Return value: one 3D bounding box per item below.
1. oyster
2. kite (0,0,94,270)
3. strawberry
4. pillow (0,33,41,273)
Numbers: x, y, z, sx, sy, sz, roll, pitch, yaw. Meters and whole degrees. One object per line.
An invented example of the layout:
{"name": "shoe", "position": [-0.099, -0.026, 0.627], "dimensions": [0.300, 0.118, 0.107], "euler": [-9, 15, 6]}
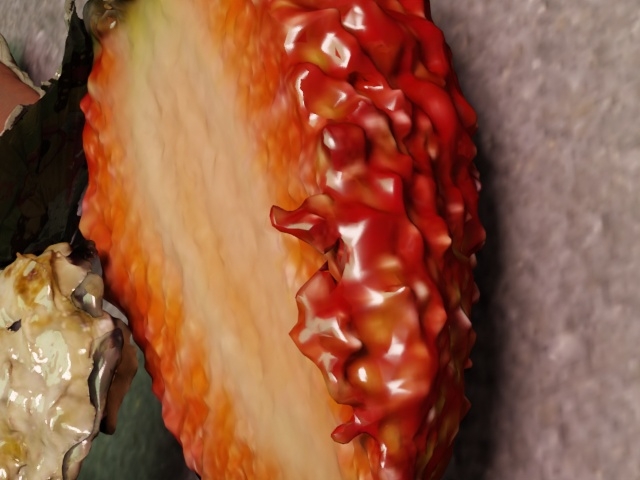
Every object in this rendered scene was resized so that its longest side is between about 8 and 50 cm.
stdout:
{"name": "oyster", "position": [-0.153, 0.083, 0.626], "dimensions": [0.163, 0.081, 0.191], "euler": [-10, 65, 34]}
{"name": "kite", "position": [-0.120, -0.070, 0.754], "dimensions": [0.323, 0.013, 0.268], "euler": [-58, -7, -33]}
{"name": "strawberry", "position": [0.000, 0.000, 0.604], "dimensions": [0.306, 0.137, 0.233], "euler": [68, 152, 26]}
{"name": "pillow", "position": [-0.207, -0.031, 0.900], "dimensions": [0.171, 0.075, 0.179], "euler": [-58, 41, 7]}
